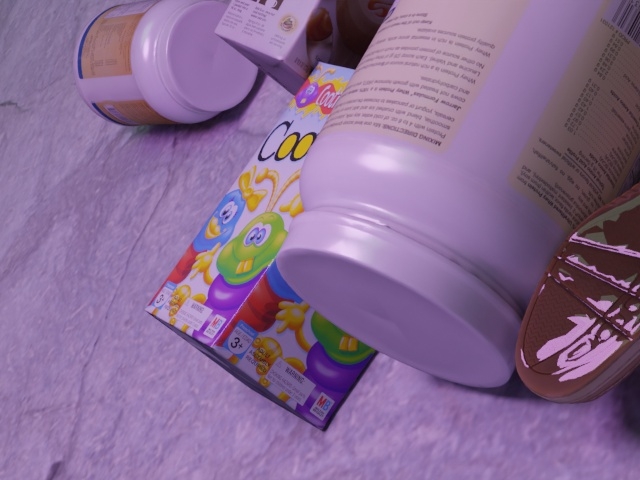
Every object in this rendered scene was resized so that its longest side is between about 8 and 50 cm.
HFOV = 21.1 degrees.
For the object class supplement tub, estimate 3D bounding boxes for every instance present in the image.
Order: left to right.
[{"bbox_3d":[-0.176,-0.203,1.954,0.199,0.144,0.144,3,59,53],"label":"supplement tub"},{"bbox_3d":[0.128,-0.075,1.334,0.235,0.235,0.325,4,60,54],"label":"supplement tub"}]

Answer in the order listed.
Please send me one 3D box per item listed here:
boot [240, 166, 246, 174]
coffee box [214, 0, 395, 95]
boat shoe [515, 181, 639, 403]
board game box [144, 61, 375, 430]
[{"bbox_3d":[0.022,-0.133,1.708,0.208,0.076,0.189,-52,32,-18],"label":"boot"},{"bbox_3d":[0.029,-0.257,1.609,0.098,0.141,0.246,26,85,38],"label":"coffee box"},{"bbox_3d":[0.258,0.004,1.220,0.302,0.098,0.109,-52,44,-8],"label":"boat shoe"},{"bbox_3d":[0.000,0.000,1.507,0.275,0.142,0.144,-55,31,-9],"label":"board game box"}]
